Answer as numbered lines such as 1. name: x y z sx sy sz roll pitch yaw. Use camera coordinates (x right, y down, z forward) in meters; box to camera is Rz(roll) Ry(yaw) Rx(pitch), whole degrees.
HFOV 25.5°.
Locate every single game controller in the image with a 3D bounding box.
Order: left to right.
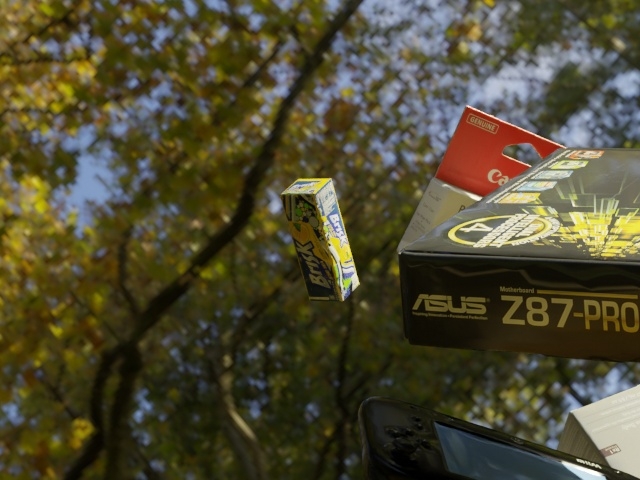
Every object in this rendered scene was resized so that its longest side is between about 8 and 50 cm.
1. game controller: 0.183 0.220 1.266 0.319 0.166 0.067 19 -65 -9

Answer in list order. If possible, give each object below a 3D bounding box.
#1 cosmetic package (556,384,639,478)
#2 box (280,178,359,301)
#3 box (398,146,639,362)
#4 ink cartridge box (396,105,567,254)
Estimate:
1. cosmetic package: 0.398 0.301 1.684 0.127 0.238 0.107 -16 -43 -23
2. box: 0.000 0.000 1.970 0.054 0.059 0.169 -42 -56 -49
3. box: 0.296 0.003 1.259 0.395 0.318 0.097 -28 -62 -55
4. ink cartridge box: 0.301 -0.045 2.267 0.296 0.066 0.261 18 -78 -32
